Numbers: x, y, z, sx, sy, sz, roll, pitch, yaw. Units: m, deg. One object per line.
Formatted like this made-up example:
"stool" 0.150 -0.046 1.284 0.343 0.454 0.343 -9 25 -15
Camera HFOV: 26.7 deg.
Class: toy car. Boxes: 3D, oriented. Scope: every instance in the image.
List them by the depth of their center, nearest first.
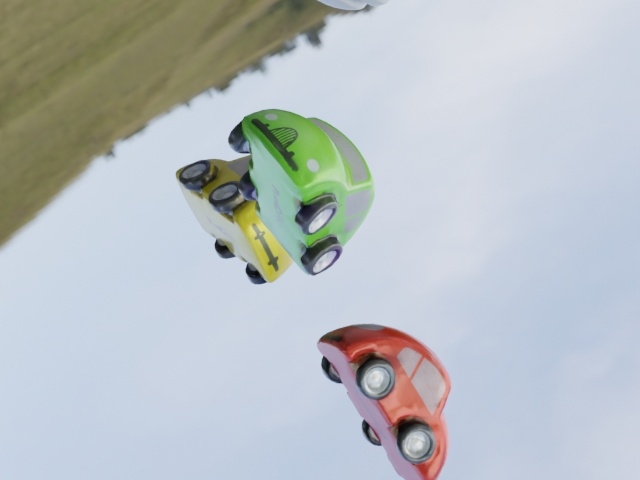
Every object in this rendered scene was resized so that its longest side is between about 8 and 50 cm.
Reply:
"toy car" 0.000 0.000 0.694 0.053 0.239 0.225 -35 157 -15

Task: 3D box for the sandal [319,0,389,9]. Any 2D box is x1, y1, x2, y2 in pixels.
"sandal" 0.136 -0.325 1.247 0.416 0.169 0.102 -9 -119 33
